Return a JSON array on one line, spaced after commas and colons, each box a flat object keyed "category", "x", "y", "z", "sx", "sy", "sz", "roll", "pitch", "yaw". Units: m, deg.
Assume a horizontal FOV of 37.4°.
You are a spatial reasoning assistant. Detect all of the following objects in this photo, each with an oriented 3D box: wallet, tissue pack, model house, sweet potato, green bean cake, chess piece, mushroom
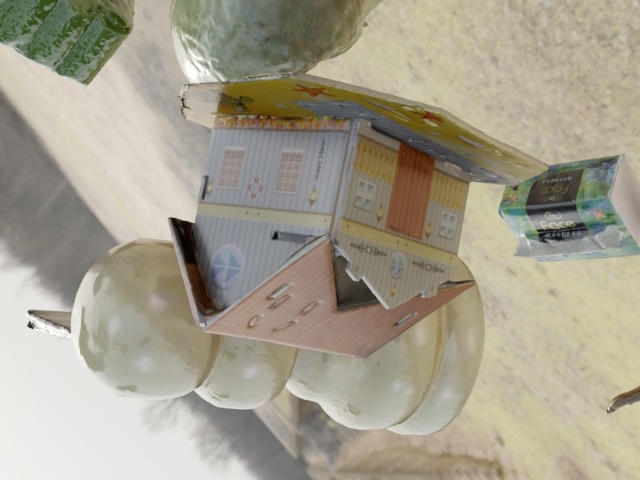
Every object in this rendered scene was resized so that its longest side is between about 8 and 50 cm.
[{"category": "wallet", "x": -0.146, "y": 0.095, "z": 0.983, "sx": 0.285, "sy": 0.030, "sz": 0.146, "roll": 6, "pitch": 176, "yaw": -37}, {"category": "tissue pack", "x": 0.226, "y": -0.018, "z": 0.843, "sx": 0.111, "sy": 0.079, "sz": 0.085, "roll": -6, "pitch": 139, "yaw": 42}, {"category": "model house", "x": 0.000, "y": 0.000, "z": 0.543, "sx": 0.207, "sy": 0.136, "sz": 0.219, "roll": 8, "pitch": 176, "yaw": 38}, {"category": "sweet potato", "x": 0.437, "y": 0.205, "z": 1.282, "sx": 0.026, "sy": 0.115, "sz": 0.026, "roll": 54, "pitch": -163, "yaw": -25}, {"category": "green bean cake", "x": -0.322, "y": -0.313, "z": 1.067, "sx": 0.222, "sy": 0.125, "sz": 0.248, "roll": 27, "pitch": -148, "yaw": -30}, {"category": "chess piece", "x": -0.038, "y": 0.070, "z": 0.731, "sx": 0.300, "sy": 0.167, "sz": 0.167, "roll": 6, "pitch": -168, "yaw": -28}, {"category": "mushroom", "x": -0.043, "y": -0.268, "z": 1.016, "sx": 0.189, "sy": 0.267, "sz": 0.164, "roll": 62, "pitch": 177, "yaw": -22}]
